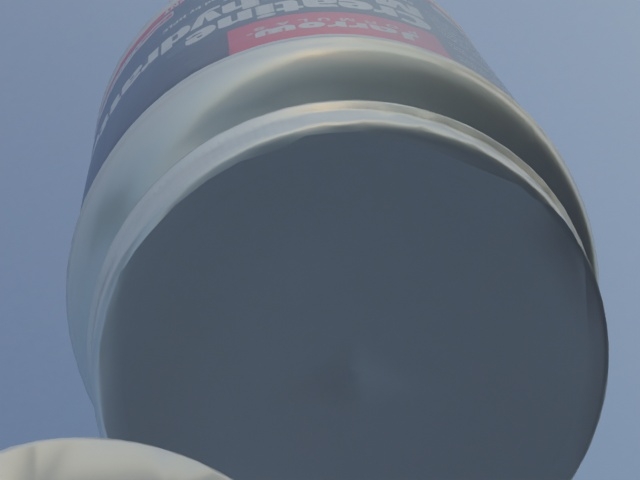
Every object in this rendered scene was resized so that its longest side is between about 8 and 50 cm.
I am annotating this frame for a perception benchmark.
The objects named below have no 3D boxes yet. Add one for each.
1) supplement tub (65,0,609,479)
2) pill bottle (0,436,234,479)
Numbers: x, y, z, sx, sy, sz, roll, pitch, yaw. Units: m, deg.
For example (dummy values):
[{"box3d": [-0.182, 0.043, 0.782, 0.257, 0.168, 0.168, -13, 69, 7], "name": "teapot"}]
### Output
[{"box3d": [0.000, 0.000, 0.650, 0.191, 0.191, 0.272, 56, -174, -18], "name": "supplement tub"}, {"box3d": [-0.063, 0.143, 0.362, 0.108, 0.108, 0.194, -20, -45, -48], "name": "pill bottle"}]
